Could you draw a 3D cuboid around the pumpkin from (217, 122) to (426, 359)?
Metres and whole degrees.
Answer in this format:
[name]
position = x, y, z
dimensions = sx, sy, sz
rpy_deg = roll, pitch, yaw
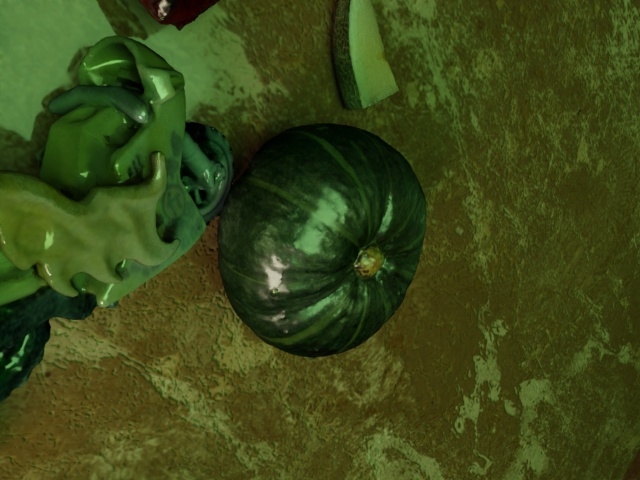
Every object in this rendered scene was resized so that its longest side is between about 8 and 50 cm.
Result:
[pumpkin]
position = 0.000, 0.000, 0.679
dimensions = 0.300, 0.207, 0.301
rpy_deg = -22, 121, -41

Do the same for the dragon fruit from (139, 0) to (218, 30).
[dragon fruit]
position = -0.117, -0.398, 0.522
dimensions = 0.152, 0.205, 0.317
rpy_deg = 33, 118, 0

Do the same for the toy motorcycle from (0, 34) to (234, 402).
[toy motorcycle]
position = -0.229, -0.042, 0.498
dimensions = 0.410, 0.168, 0.237
rpy_deg = -51, 137, -43

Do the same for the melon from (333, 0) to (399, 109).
[melon]
position = 0.055, -0.278, 0.719
dimensions = 0.098, 0.054, 0.182
rpy_deg = -34, 120, -26
